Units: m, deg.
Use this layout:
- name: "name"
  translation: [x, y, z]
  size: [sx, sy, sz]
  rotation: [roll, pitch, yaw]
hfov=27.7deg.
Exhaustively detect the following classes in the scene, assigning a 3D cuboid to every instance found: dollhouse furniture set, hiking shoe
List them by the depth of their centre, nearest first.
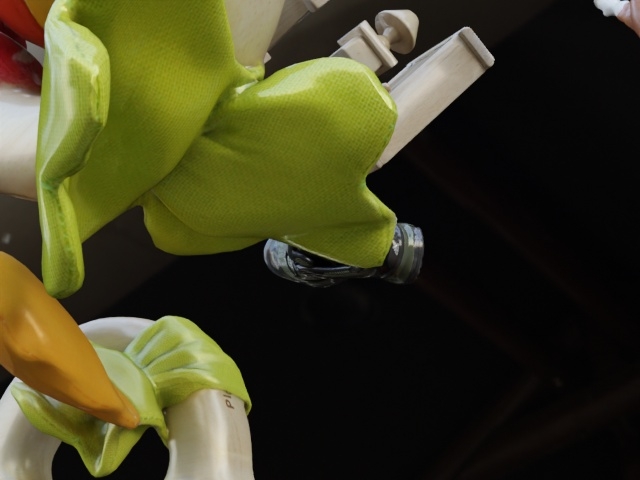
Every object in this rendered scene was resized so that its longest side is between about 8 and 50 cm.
- name: "dollhouse furniture set"
  translation: [-0.028, -0.240, 1.246]
  size: [0.355, 0.174, 0.303]
  rotation: [51, -26, -7]
- name: "hiking shoe"
  translation: [0.000, 0.000, 1.360]
  size: [0.114, 0.086, 0.227]
  rotation: [17, -13, -39]

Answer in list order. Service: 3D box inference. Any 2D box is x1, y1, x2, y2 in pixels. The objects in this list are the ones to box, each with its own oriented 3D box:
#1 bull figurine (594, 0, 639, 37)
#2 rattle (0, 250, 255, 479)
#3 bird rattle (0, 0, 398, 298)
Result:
- name: "bull figurine"
  translation: [0.364, -0.193, 1.299]
  size: [0.101, 0.188, 0.310]
  rotation: [-17, -81, -5]
- name: "rattle"
  translation: [-0.129, 0.097, 0.459]
  size: [0.199, 0.130, 0.142]
  rotation: [-26, -15, 23]
- name: "bird rattle"
  translation: [-0.085, -0.070, 0.449]
  size: [0.253, 0.207, 0.143]
  rotation: [5, -12, 45]
